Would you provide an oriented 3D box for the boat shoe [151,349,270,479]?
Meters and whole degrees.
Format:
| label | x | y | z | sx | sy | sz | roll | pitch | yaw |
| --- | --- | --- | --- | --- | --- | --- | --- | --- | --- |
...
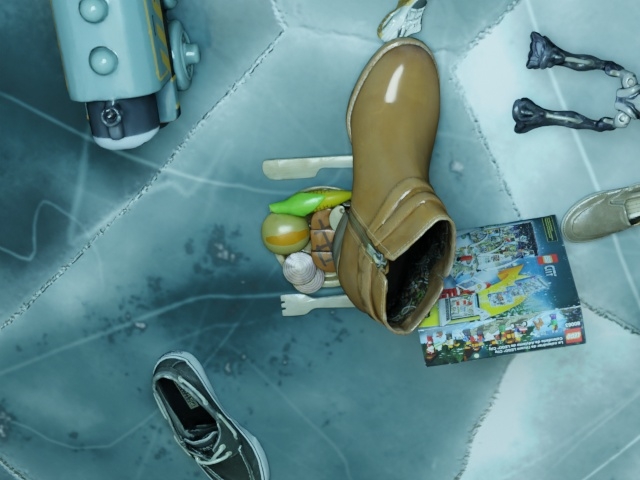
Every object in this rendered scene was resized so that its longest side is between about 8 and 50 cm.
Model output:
| label | x | y | z | sx | sy | sz | roll | pitch | yaw |
| --- | --- | --- | --- | --- | --- | --- | --- | --- | --- |
| boat shoe | -0.137 | 0.237 | 1.479 | 0.078 | 0.070 | 0.219 | -29 | 106 | 15 |

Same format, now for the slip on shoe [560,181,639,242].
| label | x | y | z | sx | sy | sz | roll | pitch | yaw |
| --- | --- | --- | --- | --- | --- | --- | --- | --- | --- |
| slip on shoe | 0.330 | -0.031 | 1.353 | 0.135 | 0.041 | 0.051 | -18 | 108 | 11 |

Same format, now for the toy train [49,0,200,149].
| label | x | y | z | sx | sy | sz | roll | pitch | yaw |
| --- | --- | --- | --- | --- | --- | --- | --- | --- | --- |
| toy train | -0.211 | -0.255 | 1.233 | 0.142 | 0.190 | 0.334 | -3 | 110 | 7 |

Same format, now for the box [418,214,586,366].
| label | x | y | z | sx | sy | sz | roll | pitch | yaw |
| --- | --- | --- | --- | --- | --- | --- | --- | --- | --- |
| box | 0.183 | 0.048 | 1.292 | 0.159 | 0.233 | 0.044 | -9 | 113 | 8 |

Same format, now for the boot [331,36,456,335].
| label | x | y | z | sx | sy | sz | roll | pitch | yaw |
| --- | --- | --- | --- | --- | --- | --- | --- | --- | --- |
| boot | 0.082 | -0.057 | 1.254 | 0.109 | 0.220 | 0.283 | 16 | 102 | -16 |

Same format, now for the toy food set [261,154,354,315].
| label | x | y | z | sx | sy | sz | roll | pitch | yaw |
| --- | --- | --- | --- | --- | --- | --- | --- | --- | --- |
| toy food set | 0.000 | 0.000 | 1.394 | 0.132 | 0.038 | 0.192 | -5 | 110 | 7 |

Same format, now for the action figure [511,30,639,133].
| label | x | y | z | sx | sy | sz | roll | pitch | yaw |
| --- | --- | --- | --- | --- | --- | --- | --- | --- | --- |
| action figure | 0.345 | -0.147 | 1.259 | 0.276 | 0.141 | 0.164 | 12 | 110 | 17 |

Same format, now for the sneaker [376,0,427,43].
| label | x | y | z | sx | sy | sz | roll | pitch | yaw |
| --- | --- | --- | --- | --- | --- | --- | --- | --- | --- |
| sneaker | 0.097 | -0.240 | 1.302 | 0.037 | 0.032 | 0.083 | 33 | 116 | -22 |
